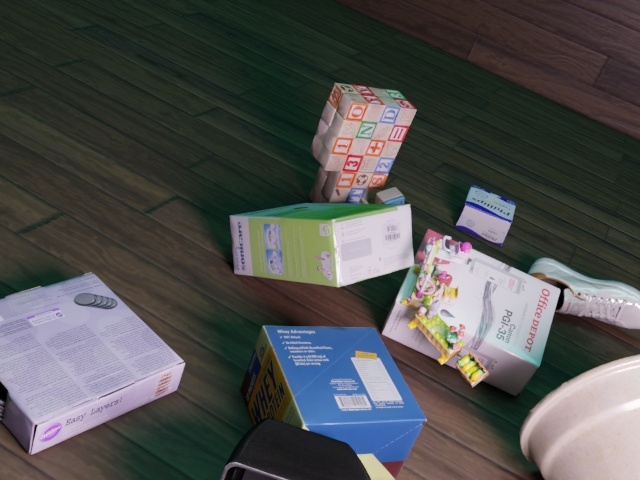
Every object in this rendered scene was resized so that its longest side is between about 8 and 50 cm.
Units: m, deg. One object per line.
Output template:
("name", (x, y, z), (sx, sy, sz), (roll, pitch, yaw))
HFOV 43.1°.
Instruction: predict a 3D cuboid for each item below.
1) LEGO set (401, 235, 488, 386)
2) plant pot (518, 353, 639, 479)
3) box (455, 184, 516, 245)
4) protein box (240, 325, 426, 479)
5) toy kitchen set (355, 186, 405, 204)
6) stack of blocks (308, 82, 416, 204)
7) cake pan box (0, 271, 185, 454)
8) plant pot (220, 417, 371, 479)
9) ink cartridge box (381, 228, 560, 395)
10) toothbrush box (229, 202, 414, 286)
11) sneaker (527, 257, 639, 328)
("LEGO set", (0.217, 0.103, 1.394), (0.132, 0.107, 0.287), (4, 52, -9))
("plant pot", (0.493, 0.378, 1.154), (0.334, 0.333, 0.305), (9, 42, -20))
("box", (0.417, -0.065, 2.039), (0.126, 0.072, 0.137), (23, 30, 6))
("protein box", (0.013, 0.244, 1.217), (0.200, 0.136, 0.201), (4, 34, -26))
("toy kitchen set", (0.110, 0.004, 1.730), (0.207, 0.122, 0.166), (-18, 44, -20))
("stack of blocks", (0.071, -0.193, 1.808), (0.171, 0.297, 0.087), (0, 38, -31))
("cake pan box", (-0.374, 0.166, 1.178), (0.246, 0.070, 0.267), (35, 32, 27))
("plant pot", (-0.041, 0.330, 1.013), (0.187, 0.188, 0.167), (18, 20, -4))
("ink cartridge box", (0.287, 0.133, 1.534), (0.283, 0.117, 0.207), (24, 50, 6))
("toothbrush box", (0.000, 0.000, 1.503), (0.206, 0.122, 0.283), (-12, 10, -42))
("sneaker", (0.590, 0.142, 1.791), (0.290, 0.106, 0.123), (20, 35, 19))
